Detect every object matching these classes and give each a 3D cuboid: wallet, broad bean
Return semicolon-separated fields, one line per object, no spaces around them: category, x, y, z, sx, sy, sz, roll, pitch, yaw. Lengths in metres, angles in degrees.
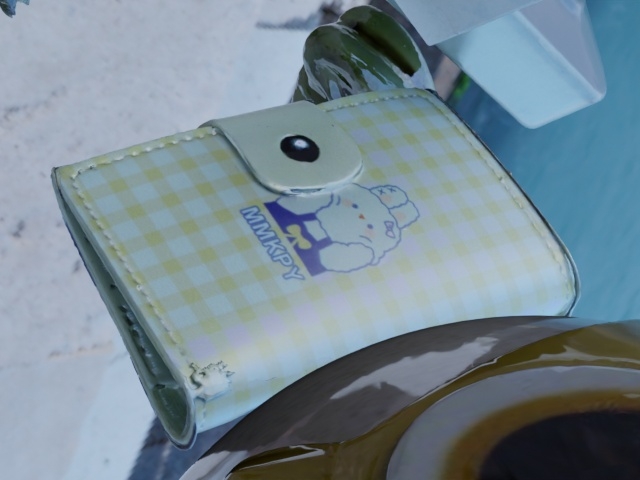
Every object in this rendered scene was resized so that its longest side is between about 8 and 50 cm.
wallet;0.000;0.000;0.823;0.310;0.223;0.077;-12;148;-34
broad bean;0.037;-0.117;1.136;0.072;0.153;0.206;-44;156;-28

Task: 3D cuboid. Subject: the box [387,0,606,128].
box;0.083;-0.306;0.936;0.090;0.373;0.367;-23;147;27

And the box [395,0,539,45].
box;0.045;-0.086;0.319;0.054;0.083;0.024;49;56;-19

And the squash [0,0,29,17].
squash;-0.275;-0.352;1.067;0.094;0.094;0.340;-20;131;-42

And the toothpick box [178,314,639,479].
toothpick box;0.096;0.224;0.451;0.409;0.409;0.425;-49;-171;-4
